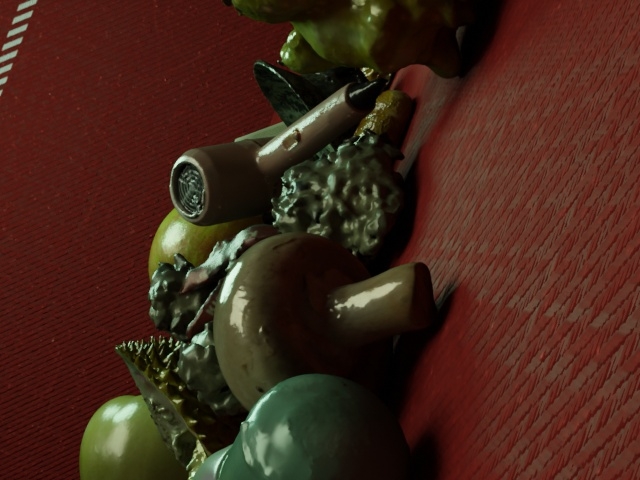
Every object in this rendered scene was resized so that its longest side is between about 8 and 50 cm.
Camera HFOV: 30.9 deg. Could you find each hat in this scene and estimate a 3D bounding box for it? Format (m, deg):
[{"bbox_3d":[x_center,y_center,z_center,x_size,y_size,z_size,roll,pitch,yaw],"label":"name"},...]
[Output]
[{"bbox_3d":[0.021,-0.196,1.695,0.128,0.265,0.265,-38,9,-3],"label":"hat"}]

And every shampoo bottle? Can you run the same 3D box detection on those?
[{"bbox_3d":[-0.039,0.258,1.018,0.350,0.151,0.222,-63,33,38],"label":"shampoo bottle"}]

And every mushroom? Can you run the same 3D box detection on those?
[{"bbox_3d":[0.013,0.082,1.109,0.215,0.207,0.207,-22,38,31],"label":"mushroom"}]

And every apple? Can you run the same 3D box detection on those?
[{"bbox_3d":[-0.191,0.026,2.178,0.226,0.246,0.246,-67,6,-34],"label":"apple"},{"bbox_3d":[-0.256,0.354,1.817,0.262,0.262,0.262,-159,90,-81],"label":"apple"}]

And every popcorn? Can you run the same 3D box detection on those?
[{"bbox_3d":[0.060,-0.313,1.371,0.326,0.290,0.321,-65,-1,34],"label":"popcorn"}]

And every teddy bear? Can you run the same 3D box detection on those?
[{"bbox_3d":[-0.037,0.016,1.417,0.368,0.224,0.357,-63,20,7],"label":"teddy bear"}]

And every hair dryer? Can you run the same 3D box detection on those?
[{"bbox_3d":[-0.037,-0.128,1.480,0.344,0.189,0.107,-34,74,46],"label":"hair dryer"}]

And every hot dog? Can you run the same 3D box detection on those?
[{"bbox_3d":[0.049,-0.068,1.556,0.286,0.061,0.088,-70,21,2],"label":"hot dog"}]

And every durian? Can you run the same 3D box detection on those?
[{"bbox_3d":[-0.156,0.261,1.570,0.166,0.306,0.172,-17,30,17],"label":"durian"}]

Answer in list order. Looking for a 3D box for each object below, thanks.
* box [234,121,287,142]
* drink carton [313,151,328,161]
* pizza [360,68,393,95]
[{"bbox_3d":[-0.072,-0.151,2.090,0.201,0.058,0.141,-17,39,25],"label":"box"},{"bbox_3d":[-0.015,-0.083,1.698,0.074,0.084,0.200,-38,-7,-4],"label":"drink carton"},{"bbox_3d":[0.047,-0.203,1.851,0.292,0.058,0.197,132,157,-66],"label":"pizza"}]
